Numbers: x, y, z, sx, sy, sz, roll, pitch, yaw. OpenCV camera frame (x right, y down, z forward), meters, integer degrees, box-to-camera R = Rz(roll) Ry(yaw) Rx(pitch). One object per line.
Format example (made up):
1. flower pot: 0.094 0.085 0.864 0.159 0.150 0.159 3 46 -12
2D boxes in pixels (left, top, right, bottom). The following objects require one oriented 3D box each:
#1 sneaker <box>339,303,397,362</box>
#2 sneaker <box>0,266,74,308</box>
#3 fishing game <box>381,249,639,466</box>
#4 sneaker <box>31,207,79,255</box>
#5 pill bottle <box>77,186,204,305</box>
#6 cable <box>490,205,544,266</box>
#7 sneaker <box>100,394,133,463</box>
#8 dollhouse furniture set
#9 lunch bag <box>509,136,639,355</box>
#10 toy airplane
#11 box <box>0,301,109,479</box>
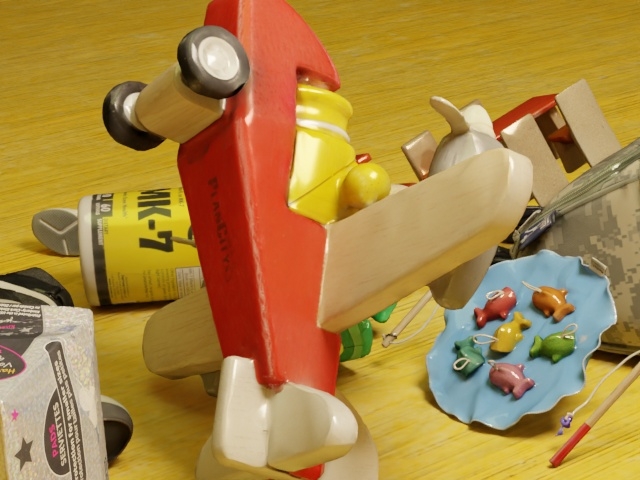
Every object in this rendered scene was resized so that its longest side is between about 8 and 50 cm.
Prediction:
1. sneaker: 0.018 0.044 1.565 0.123 0.109 0.295 2 30 4
2. sneaker: -0.353 0.062 1.592 0.216 0.079 0.121 14 21 19
3. fishing game: 0.173 0.080 1.381 0.189 0.041 0.264 -45 38 -5
4. sneaker: -0.259 -0.010 1.822 0.152 0.054 0.061 6 11 5
5. pill bottle: -0.146 0.002 1.652 0.208 0.119 0.119 -5 20 -4
6. cable: 0.209 0.001 1.738 0.184 0.047 0.150 12 24 33
7. sneaker: -0.213 0.194 1.220 0.118 0.083 0.222 37 32 32
8. dollhouse furniture set: 0.153 -0.093 1.705 0.259 0.135 0.262 -33 11 -17
9. lunch bag: 0.355 -0.007 1.532 0.256 0.213 0.305 -11 9 36
10. toy airplane: -0.001 0.022 1.279 0.272 0.384 0.386 -4 30 -40
11. box: -0.227 0.176 0.983 0.163 0.247 0.142 3 22 15
